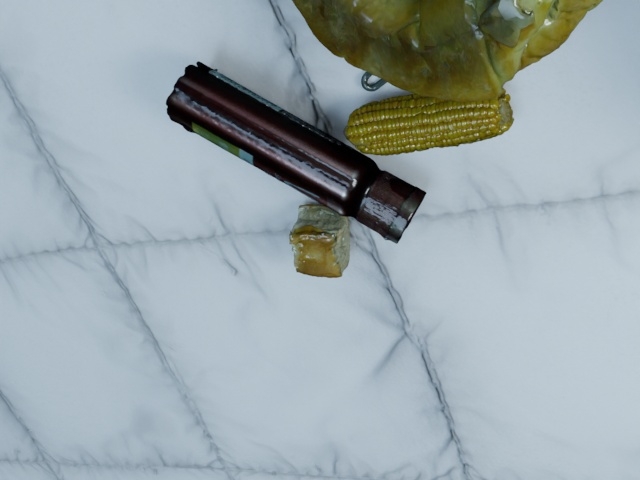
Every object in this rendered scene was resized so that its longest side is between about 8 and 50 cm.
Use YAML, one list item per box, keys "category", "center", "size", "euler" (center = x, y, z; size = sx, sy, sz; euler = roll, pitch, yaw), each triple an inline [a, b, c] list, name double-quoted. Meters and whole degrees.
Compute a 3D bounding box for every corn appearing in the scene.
- category: "corn"
  center: [0.120, -0.136, 1.111]
  size: [0.207, 0.068, 0.068]
  euler: [-5, 122, 30]

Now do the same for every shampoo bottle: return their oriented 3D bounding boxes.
- category: "shampoo bottle"
  center: [-0.029, -0.105, 1.191]
  size: [0.323, 0.084, 0.129]
  euler: [30, 178, 4]

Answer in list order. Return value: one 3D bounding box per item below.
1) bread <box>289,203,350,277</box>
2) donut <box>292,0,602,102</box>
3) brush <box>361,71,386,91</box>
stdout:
- category: "bread"
  center: [0.002, -0.001, 1.285]
  size: [0.070, 0.077, 0.083]
  euler: [5, 128, 12]
- category: "donut"
  center: [0.112, -0.301, 0.893]
  size: [0.360, 0.170, 0.360]
  euler: [27, 139, 27]
- category: "brush"
  center: [0.133, -0.235, 1.060]
  size: [0.062, 0.027, 0.266]
  euler: [48, 137, -11]
